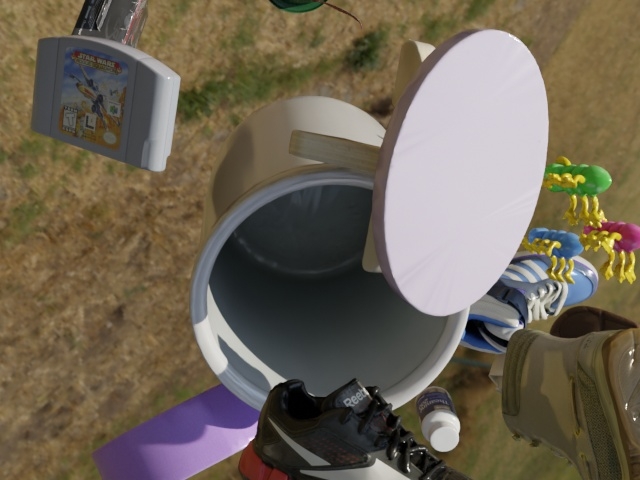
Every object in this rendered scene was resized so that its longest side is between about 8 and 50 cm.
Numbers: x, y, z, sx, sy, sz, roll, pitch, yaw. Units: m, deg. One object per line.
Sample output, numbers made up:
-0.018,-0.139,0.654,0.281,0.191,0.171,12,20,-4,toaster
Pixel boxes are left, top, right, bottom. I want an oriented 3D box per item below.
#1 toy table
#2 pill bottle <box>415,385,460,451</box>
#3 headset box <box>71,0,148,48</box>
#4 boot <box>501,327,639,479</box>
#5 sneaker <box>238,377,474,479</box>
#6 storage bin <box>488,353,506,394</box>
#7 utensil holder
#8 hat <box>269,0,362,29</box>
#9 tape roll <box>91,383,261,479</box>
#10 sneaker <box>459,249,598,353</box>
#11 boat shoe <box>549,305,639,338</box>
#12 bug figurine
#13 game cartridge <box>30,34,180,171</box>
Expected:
0.112,-0.077,0.919,0.252,0.161,0.274,19,95,-27,toy table
0.204,0.310,1.552,0.067,0.067,0.120,-62,-167,18,pill bottle
-0.467,-0.470,1.986,0.293,0.110,0.218,162,-52,-79,headset box
0.217,0.173,0.710,0.077,0.213,0.165,-11,180,-20,boot
0.052,0.208,0.847,0.097,0.276,0.135,-17,120,-63,sneaker
0.476,0.255,1.567,0.260,0.262,0.123,37,66,-29,storage bin
0.000,0.000,1.191,0.328,0.327,0.385,-63,-166,19,utensil holder
-0.024,-0.574,1.999,0.208,0.184,0.173,-4,118,-8,hat
-0.172,0.271,1.240,0.274,0.090,0.275,-27,171,-5,tape roll
0.356,0.126,1.581,0.322,0.236,0.130,6,126,-6,sneaker
0.350,0.149,0.880,0.095,0.257,0.095,-43,136,-16,boat shoe
0.295,-0.044,1.132,0.072,0.216,0.279,-54,126,-15,bug figurine
-0.388,-0.255,1.586,0.062,0.297,0.198,-30,134,-58,game cartridge
